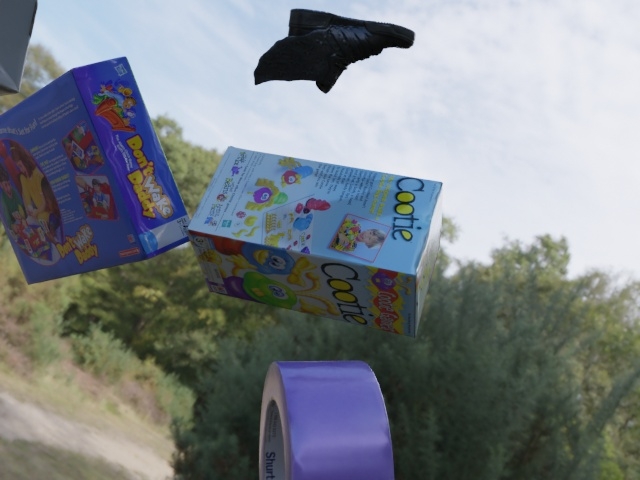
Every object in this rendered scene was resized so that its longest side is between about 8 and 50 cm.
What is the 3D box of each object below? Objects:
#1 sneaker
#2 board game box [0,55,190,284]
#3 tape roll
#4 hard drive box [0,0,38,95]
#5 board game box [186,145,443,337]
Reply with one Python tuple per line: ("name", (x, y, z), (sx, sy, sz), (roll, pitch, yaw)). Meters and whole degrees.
("sneaker", (0.015, -0.202, 0.853), (0.170, 0.089, 0.051), (8, 10, -9))
("board game box", (-0.330, -0.076, 1.029), (0.347, 0.078, 0.233), (-10, -77, 47))
("tape roll", (-0.001, 0.197, 0.655), (0.080, 0.189, 0.189), (1, -9, -12))
("hard drive box", (-0.269, -0.177, 0.470), (0.232, 0.181, 0.089), (3, -10, 36))
("board game box", (0.000, 0.000, 0.961), (0.275, 0.144, 0.142), (11, -34, 15))
